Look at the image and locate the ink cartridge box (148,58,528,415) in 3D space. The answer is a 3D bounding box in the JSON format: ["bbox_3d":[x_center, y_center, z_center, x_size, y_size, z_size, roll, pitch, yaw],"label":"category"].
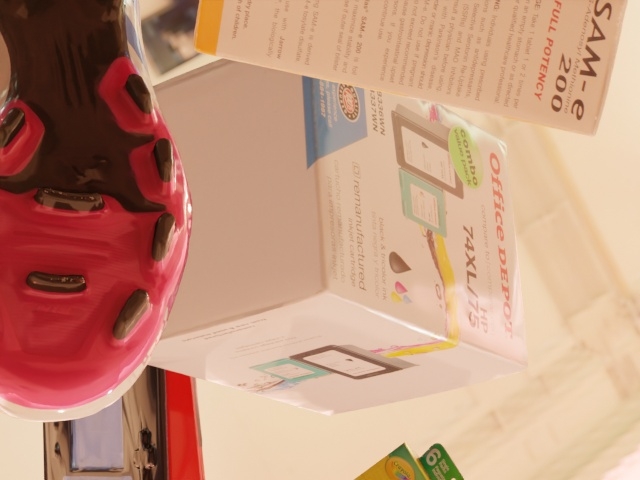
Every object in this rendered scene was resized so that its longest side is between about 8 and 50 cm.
[{"bbox_3d":[0.000,0.000,1.229,0.197,0.198,0.270,-17,156,33],"label":"ink cartridge box"}]

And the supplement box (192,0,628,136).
[{"bbox_3d":[0.024,-0.058,0.406,0.098,0.036,0.062,13,-163,7],"label":"supplement box"}]

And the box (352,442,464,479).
[{"bbox_3d":[0.054,0.262,1.463,0.179,0.043,0.105,-36,-129,3],"label":"box"}]

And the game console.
[{"bbox_3d":[-0.192,0.219,1.505,0.060,0.342,0.386,-4,174,-25],"label":"game console"}]

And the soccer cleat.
[{"bbox_3d":[-0.130,-0.034,0.812,0.116,0.331,0.143,1,142,-12],"label":"soccer cleat"}]
